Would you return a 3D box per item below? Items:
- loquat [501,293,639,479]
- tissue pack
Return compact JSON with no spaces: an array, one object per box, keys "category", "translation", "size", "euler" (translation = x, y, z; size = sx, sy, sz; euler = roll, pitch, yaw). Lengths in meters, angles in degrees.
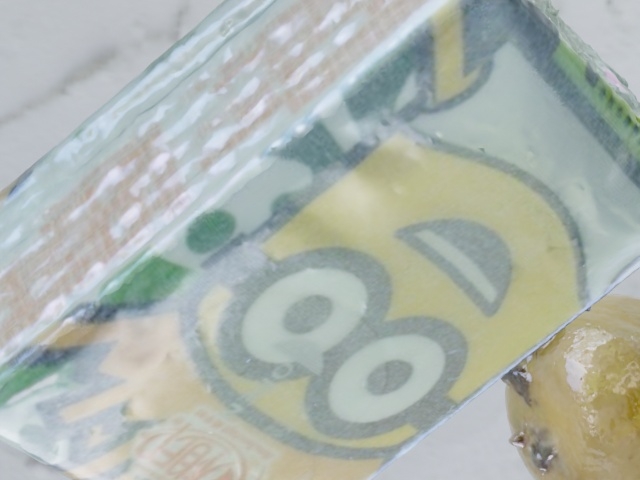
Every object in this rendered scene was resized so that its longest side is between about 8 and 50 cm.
[{"category":"loquat","translation":[0.201,0.112,1.327],"size":[0.204,0.149,0.172],"euler":[36,-147,-18]},{"category":"tissue pack","translation":[0.000,0.000,0.902],"size":[0.311,0.128,0.228],"euler":[-40,-43,11]}]
